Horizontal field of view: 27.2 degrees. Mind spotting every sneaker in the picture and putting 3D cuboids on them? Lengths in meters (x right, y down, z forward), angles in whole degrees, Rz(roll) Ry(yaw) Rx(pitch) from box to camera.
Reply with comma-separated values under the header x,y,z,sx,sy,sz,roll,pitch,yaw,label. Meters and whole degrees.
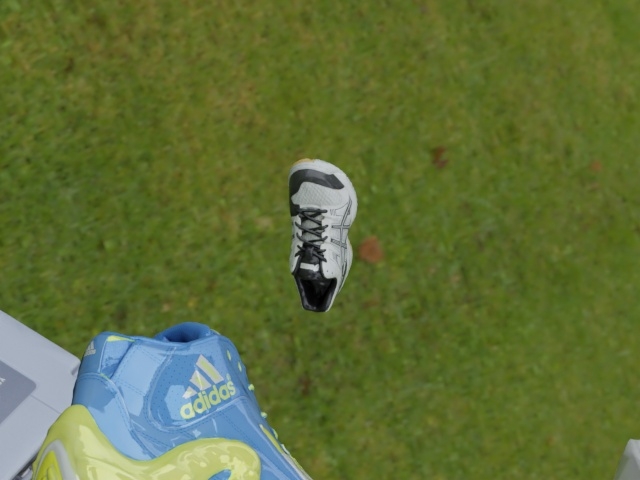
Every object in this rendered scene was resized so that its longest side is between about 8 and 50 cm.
x,y,z,sx,sy,sz,roll,pitch,yaw,label
0.000,0.000,0.620,0.083,0.032,0.037,80,20,-44,sneaker
-0.038,0.113,0.691,0.240,0.091,0.126,29,58,-45,sneaker

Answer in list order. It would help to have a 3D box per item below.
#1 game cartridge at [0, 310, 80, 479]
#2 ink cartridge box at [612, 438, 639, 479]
x,y,z,sx,sy,sz,roll,pitch,yaw,label
-0.330,0.154,1.026,0.198,0.062,0.297,27,40,11,game cartridge
0.196,0.198,0.215,0.395,0.286,0.166,-74,-179,-80,ink cartridge box
